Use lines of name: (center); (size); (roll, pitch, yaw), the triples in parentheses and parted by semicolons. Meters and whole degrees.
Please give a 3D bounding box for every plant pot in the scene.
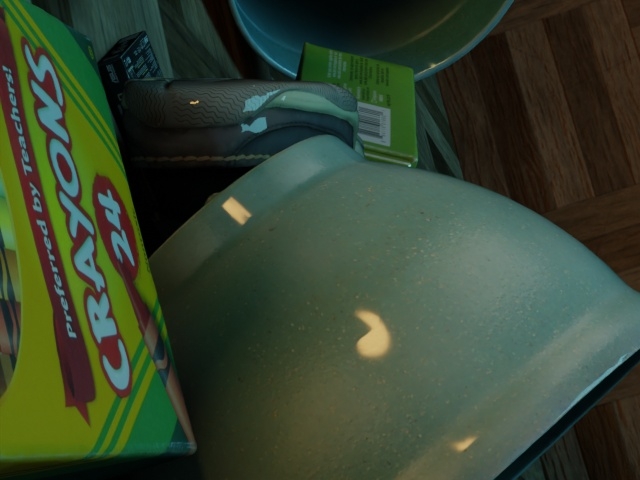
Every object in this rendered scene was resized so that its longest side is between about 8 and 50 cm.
plant pot: (0.017, -0.309, 1.562); (0.272, 0.271, 0.255); (63, 0, -40)
plant pot: (0.008, 0.071, 0.922); (0.196, 0.293, 0.293); (47, 7, 10)

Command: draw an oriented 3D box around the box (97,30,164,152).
box: (-0.115, -0.093, 1.145); (0.083, 0.018, 0.067); (-75, 146, -70)

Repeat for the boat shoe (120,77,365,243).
boat shoe: (-0.034, -0.020, 1.107); (0.355, 0.132, 0.130); (26, 64, -76)

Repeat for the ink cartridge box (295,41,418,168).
ink cartridge box: (0.000, 0.000, 1.425); (0.189, 0.097, 0.255); (-85, -170, -64)

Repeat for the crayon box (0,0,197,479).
crayon box: (-0.149, -0.004, 0.672); (0.318, 0.081, 0.202); (20, 54, -76)
